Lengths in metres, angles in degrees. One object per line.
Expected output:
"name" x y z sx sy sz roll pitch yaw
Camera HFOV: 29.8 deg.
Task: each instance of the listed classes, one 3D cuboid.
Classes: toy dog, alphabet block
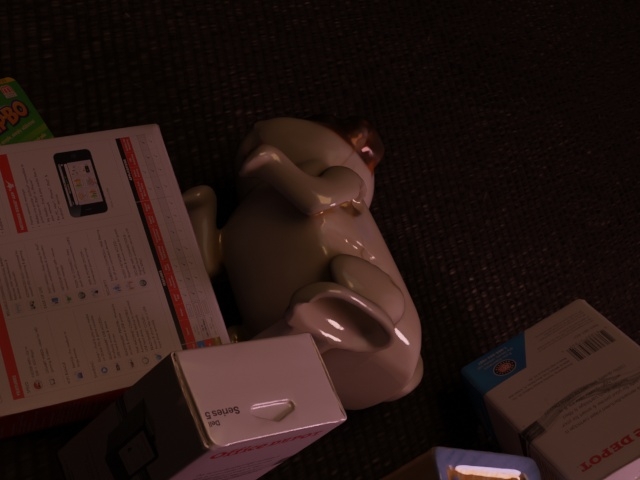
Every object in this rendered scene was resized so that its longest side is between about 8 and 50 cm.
"toy dog" 0.000 0.000 1.631 0.395 0.284 0.408 17 48 -33
"alphabet block" 0.169 0.393 1.540 0.192 0.197 0.193 14 52 -33

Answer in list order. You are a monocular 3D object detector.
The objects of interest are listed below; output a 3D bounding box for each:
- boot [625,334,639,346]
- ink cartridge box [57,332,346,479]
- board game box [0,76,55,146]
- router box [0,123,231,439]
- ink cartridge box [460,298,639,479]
"boot" 0.459 0.232 2.013 0.161 0.083 0.246 24 45 -19
"ink cartridge box" -0.136 0.217 1.344 0.198 0.273 0.115 -5 64 -44
"board game box" -0.378 -0.090 1.545 0.124 0.039 0.259 -27 82 -49
"router box" -0.293 0.039 1.412 0.301 0.082 0.335 -10 66 -23
"ink cartridge box" 0.379 0.250 1.707 0.307 0.223 0.129 47 -18 52
